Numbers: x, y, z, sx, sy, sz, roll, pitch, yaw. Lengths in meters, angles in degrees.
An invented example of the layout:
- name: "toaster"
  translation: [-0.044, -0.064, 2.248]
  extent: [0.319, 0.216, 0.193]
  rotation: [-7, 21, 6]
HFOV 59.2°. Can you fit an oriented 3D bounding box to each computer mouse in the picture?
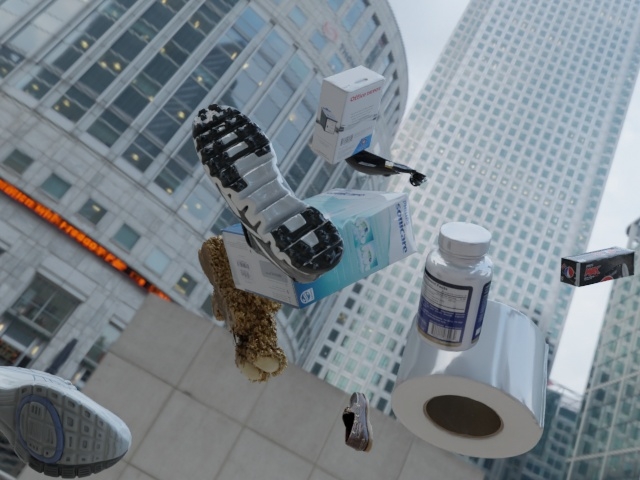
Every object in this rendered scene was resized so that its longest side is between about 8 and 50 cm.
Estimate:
- name: "computer mouse"
  translation: [0.153, -0.189, 1.465]
  extent: [0.262, 0.060, 0.184]
  rotation: [23, 9, 4]

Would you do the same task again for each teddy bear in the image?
- name: "teddy bear"
  translation: [-0.158, 0.145, 1.228]
  extent: [0.338, 0.113, 0.245]
  rotation: [59, -32, 26]

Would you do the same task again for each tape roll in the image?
- name: "tape roll"
  translation: [0.259, 0.238, 0.978]
  extent: [0.246, 0.169, 0.246]
  rotation: [13, -43, 13]

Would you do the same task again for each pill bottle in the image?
- name: "pill bottle"
  translation: [0.191, 0.064, 0.798]
  extent: [0.094, 0.094, 0.169]
  rotation: [17, -61, 24]

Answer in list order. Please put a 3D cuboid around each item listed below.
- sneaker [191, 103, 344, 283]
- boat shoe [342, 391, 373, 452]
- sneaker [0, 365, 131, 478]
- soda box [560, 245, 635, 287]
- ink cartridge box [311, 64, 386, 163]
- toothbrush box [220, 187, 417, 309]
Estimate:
- name: "sneaker"
  translation: [-0.067, -0.042, 0.614]
  extent: [0.234, 0.078, 0.106]
  rotation: [51, -22, 14]
- name: "boat shoe"
  translation: [0.095, 0.485, 1.538]
  extent: [0.073, 0.207, 0.073]
  rotation: [17, -69, -9]
- name: "sneaker"
  translation: [-0.371, 0.219, 0.753]
  extent: [0.297, 0.111, 0.129]
  rotation: [14, 3, 18]
- name: "soda box"
  translation: [0.603, 0.056, 1.224]
  extent: [0.053, 0.169, 0.060]
  rotation: [-156, -120, -64]
- name: "ink cartridge box"
  translation: [0.064, -0.293, 1.314]
  extent: [0.082, 0.140, 0.190]
  rotation: [37, -42, 27]
- name: "toothbrush box"
  translation: [0.000, 0.000, 1.062]
  extent: [0.216, 0.296, 0.126]
  rotation: [9, -63, 50]
